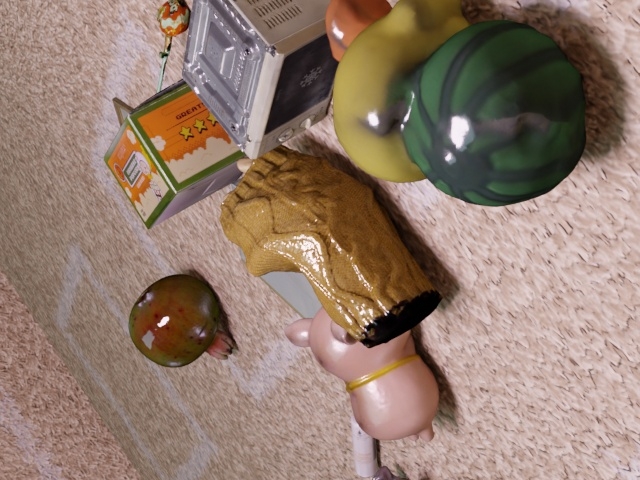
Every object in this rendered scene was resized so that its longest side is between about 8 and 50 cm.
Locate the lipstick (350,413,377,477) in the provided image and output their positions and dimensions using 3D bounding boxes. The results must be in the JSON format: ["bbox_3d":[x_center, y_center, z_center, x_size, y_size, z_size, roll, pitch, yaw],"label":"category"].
[{"bbox_3d":[0.073,0.336,2.175,0.040,0.040,0.141,38,148,37],"label":"lipstick"}]

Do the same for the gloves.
[{"bbox_3d":[0.010,-0.007,1.746,0.356,0.203,0.155,38,127,28],"label":"gloves"}]

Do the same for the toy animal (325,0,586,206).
[{"bbox_3d":[0.118,-0.140,1.355,0.338,0.191,0.216,28,141,48],"label":"toy animal"}]

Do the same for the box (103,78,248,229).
[{"bbox_3d":[-0.207,-0.141,1.982,0.148,0.177,0.195,58,156,3],"label":"box"}]

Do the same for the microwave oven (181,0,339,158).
[{"bbox_3d":[-0.076,-0.252,1.656,0.194,0.145,0.240,48,154,14],"label":"microwave oven"}]

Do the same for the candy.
[{"bbox_3d":[-0.235,-0.277,1.976,0.055,0.049,0.184,-113,34,-55],"label":"candy"}]

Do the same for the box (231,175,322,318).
[{"bbox_3d":[-0.036,0.034,2.024,0.270,0.045,0.211,40,150,35],"label":"box"}]

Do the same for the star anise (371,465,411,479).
[{"bbox_3d":[0.141,0.462,2.112,0.198,0.111,0.257,49,160,20],"label":"star anise"}]

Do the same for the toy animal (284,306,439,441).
[{"bbox_3d":[0.082,0.185,1.873,0.248,0.149,0.165,51,142,-11],"label":"toy animal"}]

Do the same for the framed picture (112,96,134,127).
[{"bbox_3d":[-0.301,-0.164,2.338,0.201,0.010,0.136,34,147,43],"label":"framed picture"}]

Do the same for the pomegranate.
[{"bbox_3d":[-0.254,0.163,2.461,0.210,0.180,0.180,36,164,-24],"label":"pomegranate"}]
